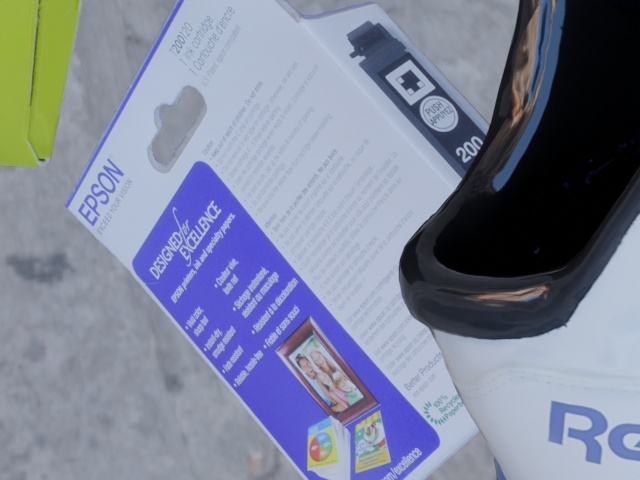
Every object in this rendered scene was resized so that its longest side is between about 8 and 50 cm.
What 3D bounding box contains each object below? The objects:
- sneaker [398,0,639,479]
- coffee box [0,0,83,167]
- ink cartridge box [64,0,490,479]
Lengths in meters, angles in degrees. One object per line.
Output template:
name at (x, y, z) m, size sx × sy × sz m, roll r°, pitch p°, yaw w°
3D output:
sneaker at (0.149, -0.033, 0.407) m, size 0.315 × 0.127 × 0.182 m, roll -31°, pitch 120°, yaw 5°
coffee box at (-0.268, -0.267, 0.746) m, size 0.338 × 0.334 × 0.338 m, roll 2°, pitch 136°, yaw -19°
ink cartridge box at (0.000, 0.000, 0.739) m, size 0.208 × 0.045 × 0.206 m, roll 48°, pitch 141°, yaw 7°
